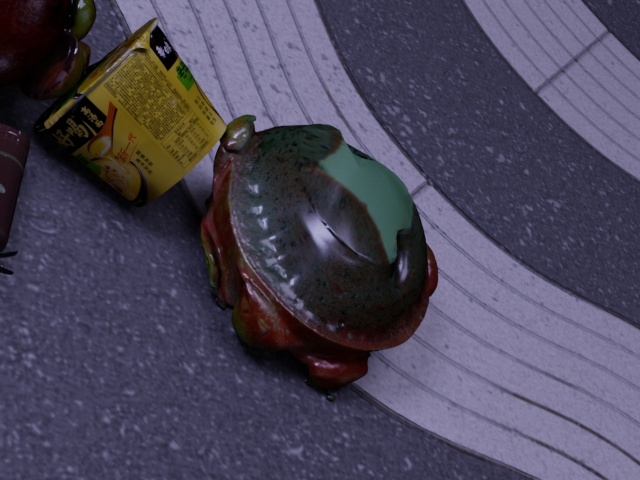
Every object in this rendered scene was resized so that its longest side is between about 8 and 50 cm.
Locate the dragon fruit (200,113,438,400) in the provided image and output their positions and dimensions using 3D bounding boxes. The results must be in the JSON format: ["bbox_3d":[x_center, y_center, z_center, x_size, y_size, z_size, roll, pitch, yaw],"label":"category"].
[{"bbox_3d":[0.000,0.000,1.363,0.268,0.130,0.295,30,36,-13],"label":"dragon fruit"}]

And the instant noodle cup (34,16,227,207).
[{"bbox_3d":[-0.165,-0.112,1.292,0.122,0.151,0.151,46,32,-17],"label":"instant noodle cup"}]

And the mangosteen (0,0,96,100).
[{"bbox_3d":[-0.278,-0.205,1.242,0.200,0.200,0.200,28,37,-24],"label":"mangosteen"}]

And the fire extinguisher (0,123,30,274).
[{"bbox_3d":[-0.280,-0.032,1.171,0.078,0.045,0.157,6,44,-6],"label":"fire extinguisher"}]
